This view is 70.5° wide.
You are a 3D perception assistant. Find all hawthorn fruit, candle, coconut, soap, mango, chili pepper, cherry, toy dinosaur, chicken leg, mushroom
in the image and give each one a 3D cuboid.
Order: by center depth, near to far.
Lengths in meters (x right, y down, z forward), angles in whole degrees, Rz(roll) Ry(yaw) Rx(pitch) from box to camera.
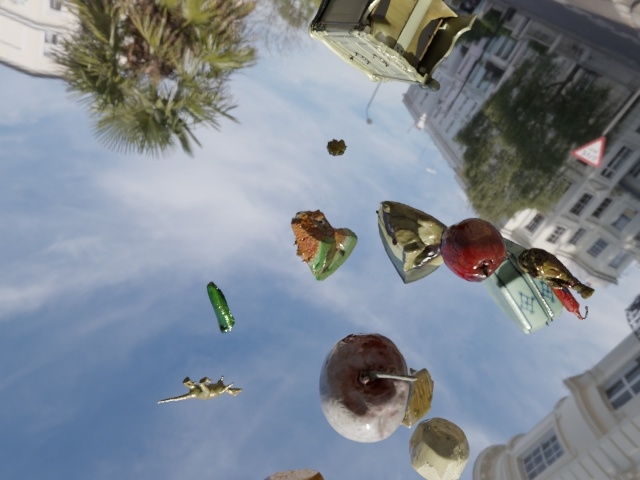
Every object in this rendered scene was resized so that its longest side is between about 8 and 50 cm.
[{"bbox_3d":[0.353,0.029,1.029,0.148,0.148,0.172,20,-157,-13],"label":"hawthorn fruit"},{"bbox_3d":[0.555,0.082,1.074,0.178,0.070,0.093,35,-128,15],"label":"chicken leg"},{"bbox_3d":[-0.284,0.369,1.085,0.126,0.162,0.039,52,-169,-41],"label":"toy dinosaur"},{"bbox_3d":[-0.080,0.653,1.171,0.141,0.217,0.102,13,-118,-49],"label":"mango"},{"bbox_3d":[0.322,0.587,1.249,0.161,0.162,0.161,16,-170,-3],"label":"coconut"},{"bbox_3d":[0.704,0.158,1.293,0.048,0.053,0.162,-34,-92,-13],"label":"candle"},{"bbox_3d":[0.142,0.462,1.387,0.291,0.335,0.326,0,-151,9],"label":"cherry"},{"bbox_3d":[0.286,-0.024,1.397,0.292,0.212,0.217,46,-157,-63],"label":"mushroom"},{"bbox_3d":[0.334,0.556,1.640,0.257,0.080,0.160,-1,-97,-56],"label":"soap"},{"bbox_3d":[-0.382,0.249,1.719,0.062,0.216,0.108,-21,-157,-20],"label":"chili pepper"}]

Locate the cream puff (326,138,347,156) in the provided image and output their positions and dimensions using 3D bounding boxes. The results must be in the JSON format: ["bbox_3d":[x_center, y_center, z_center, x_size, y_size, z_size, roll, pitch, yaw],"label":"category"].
[{"bbox_3d":[0.068,-0.382,1.863,0.083,0.083,0.058,60,-155,4],"label":"cream puff"}]

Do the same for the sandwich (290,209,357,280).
[{"bbox_3d":[0.000,0.000,1.812,0.301,0.250,0.162,47,-179,-22],"label":"sandwich"}]

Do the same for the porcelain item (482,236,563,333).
[{"bbox_3d":[0.652,0.143,1.512,0.286,0.157,0.281,55,-175,-10],"label":"porcelain item"}]

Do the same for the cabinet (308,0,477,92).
[{"bbox_3d":[0.184,-0.578,1.222,0.290,0.227,0.318,23,-168,-34],"label":"cabinet"}]
